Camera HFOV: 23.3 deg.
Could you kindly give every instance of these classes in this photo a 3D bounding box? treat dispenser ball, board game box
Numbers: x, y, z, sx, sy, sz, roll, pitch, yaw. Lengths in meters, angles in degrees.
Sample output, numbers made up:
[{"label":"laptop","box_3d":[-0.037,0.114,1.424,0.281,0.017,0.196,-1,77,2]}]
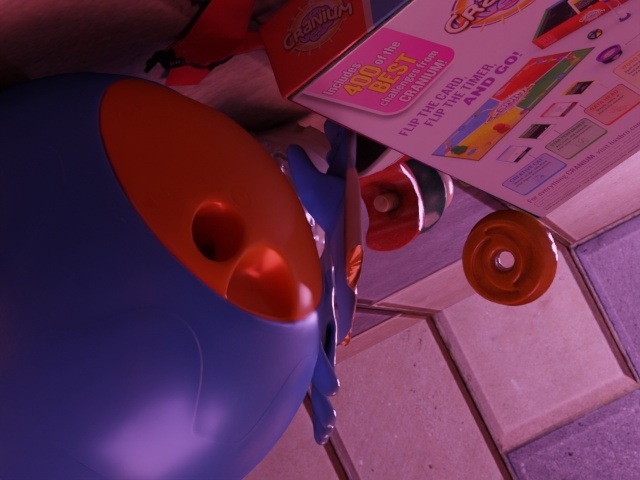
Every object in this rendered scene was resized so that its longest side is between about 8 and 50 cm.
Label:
[{"label":"treat dispenser ball","box_3d":[-0.141,0.038,0.976,0.288,0.288,0.288,-25,170,-5]},{"label":"board game box","box_3d":[0.151,-0.141,1.066,0.242,0.064,0.316,-36,146,25]}]

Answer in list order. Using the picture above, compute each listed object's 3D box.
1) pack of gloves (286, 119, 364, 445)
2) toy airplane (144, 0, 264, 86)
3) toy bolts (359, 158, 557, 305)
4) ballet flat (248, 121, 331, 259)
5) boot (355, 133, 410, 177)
[{"label":"pack of gloves","box_3d":[-0.007,0.014,1.089,0.046,0.232,0.195,5,125,-5]},{"label":"toy airplane","box_3d":[-0.051,-0.136,1.053,0.151,0.028,0.151,-25,169,-5]},{"label":"toy bolts","box_3d":[0.165,-0.039,1.669,0.228,0.218,0.158,-11,-176,27]},{"label":"ballet flat","box_3d":[-0.040,-0.038,1.397,0.147,0.147,0.409,-24,173,-9]},{"label":"boot","box_3d":[0.136,-0.137,1.367,0.176,0.088,0.244,-20,177,-30]}]
